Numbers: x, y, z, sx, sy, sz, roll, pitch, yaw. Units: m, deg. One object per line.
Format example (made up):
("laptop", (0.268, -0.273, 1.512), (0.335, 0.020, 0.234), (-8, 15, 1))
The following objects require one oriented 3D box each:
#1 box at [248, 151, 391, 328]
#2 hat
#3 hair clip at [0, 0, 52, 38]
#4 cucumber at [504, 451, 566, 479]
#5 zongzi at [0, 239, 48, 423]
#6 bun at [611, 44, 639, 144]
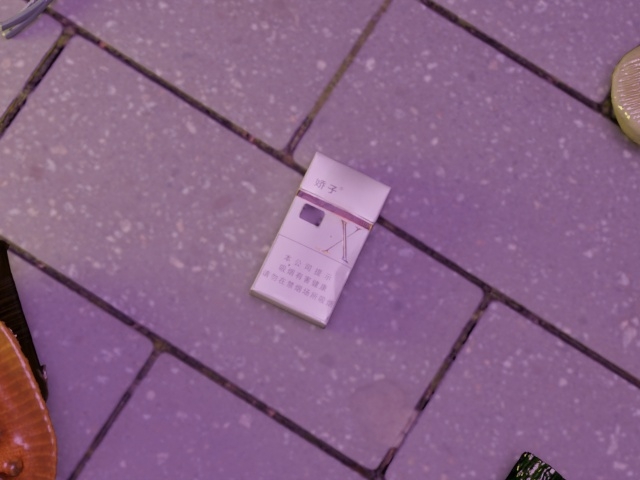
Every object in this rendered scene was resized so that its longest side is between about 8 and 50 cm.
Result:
("box", (0.000, 0.000, 1.683), (0.084, 0.040, 0.154), (25, 79, 1))
("hat", (-0.373, 0.189, 1.480), (0.233, 0.233, 0.244), (28, 106, 10))
("hair clip", (-0.283, -0.250, 1.717), (0.039, 0.030, 0.115), (37, 75, 22))
("cucumber", (0.161, 0.290, 1.631), (0.058, 0.058, 0.187), (39, 80, 3))
("zongzi", (-0.360, 0.110, 1.620), (0.184, 0.084, 0.187), (-20, 86, 7))
("bun", (0.348, -0.145, 1.727), (0.115, 0.069, 0.115), (-5, 71, 14))
